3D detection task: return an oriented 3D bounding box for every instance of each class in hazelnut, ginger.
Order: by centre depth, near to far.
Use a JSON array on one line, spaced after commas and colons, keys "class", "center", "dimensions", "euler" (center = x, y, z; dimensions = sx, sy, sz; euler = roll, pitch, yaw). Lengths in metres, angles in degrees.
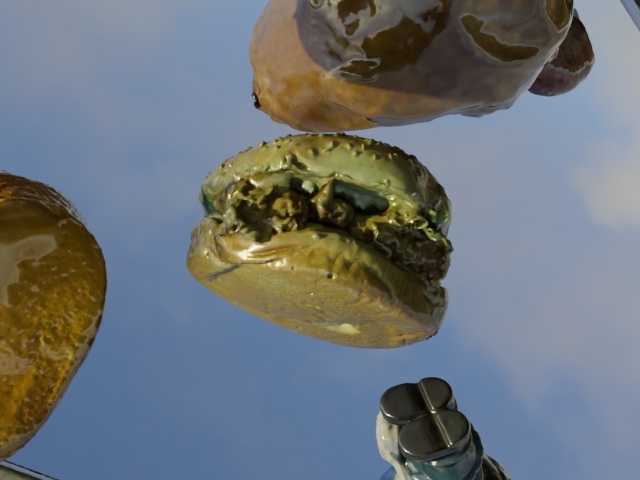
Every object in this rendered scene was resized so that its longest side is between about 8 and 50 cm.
[{"class": "ginger", "center": [0.077, -0.204, 1.296], "dimensions": [0.269, 0.223, 0.200], "euler": [-1, -142, -8]}, {"class": "hazelnut", "center": [0.218, -0.178, 1.453], "dimensions": [0.086, 0.086, 0.086], "euler": [19, -159, -7]}]

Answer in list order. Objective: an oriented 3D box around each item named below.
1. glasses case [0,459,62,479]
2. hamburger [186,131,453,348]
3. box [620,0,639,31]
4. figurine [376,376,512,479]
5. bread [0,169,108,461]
[{"class": "glasses case", "center": [-0.421, 0.347, 1.993], "dimensions": [0.323, 0.131, 0.074], "euler": [16, 176, 21]}, {"class": "hamburger", "center": [0.000, 0.000, 1.128], "dimensions": [0.189, 0.122, 0.215], "euler": [14, 163, -7]}, {"class": "box", "center": [0.294, -0.243, 1.456], "dimensions": [0.091, 0.031, 0.126], "euler": [59, -171, 7]}, {"class": "figurine", "center": [0.067, 0.131, 0.865], "dimensions": [0.087, 0.149, 0.086], "euler": [-24, -130, -11]}, {"class": "bread", "center": [-0.300, 0.070, 1.345], "dimensions": [0.195, 0.270, 0.142], "euler": [28, 177, -29]}]
